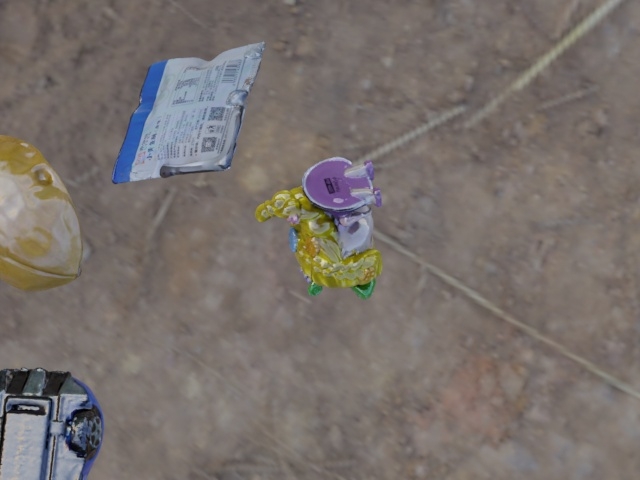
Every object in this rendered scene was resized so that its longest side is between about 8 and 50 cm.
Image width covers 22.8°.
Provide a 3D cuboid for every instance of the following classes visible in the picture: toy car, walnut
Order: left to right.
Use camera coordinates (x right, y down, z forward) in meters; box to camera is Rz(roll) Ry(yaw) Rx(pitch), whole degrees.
[{"bbox_3d":[-0.215,-0.014,1.071,0.052,0.121,0.091,-24,159,-49],"label":"walnut"},{"bbox_3d":[-0.205,0.198,1.118,0.063,0.103,0.216,39,54,-72],"label":"toy car"}]

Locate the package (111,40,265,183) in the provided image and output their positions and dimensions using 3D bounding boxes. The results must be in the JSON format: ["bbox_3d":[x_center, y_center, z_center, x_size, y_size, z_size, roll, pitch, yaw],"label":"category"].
[{"bbox_3d":[-0.149,-0.144,1.780,0.027,0.173,0.171,40,54,-43],"label":"package"}]

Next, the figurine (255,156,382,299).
[{"bbox_3d":[0.000,0.000,1.479,0.115,0.094,0.156,-5,144,0],"label":"figurine"}]
